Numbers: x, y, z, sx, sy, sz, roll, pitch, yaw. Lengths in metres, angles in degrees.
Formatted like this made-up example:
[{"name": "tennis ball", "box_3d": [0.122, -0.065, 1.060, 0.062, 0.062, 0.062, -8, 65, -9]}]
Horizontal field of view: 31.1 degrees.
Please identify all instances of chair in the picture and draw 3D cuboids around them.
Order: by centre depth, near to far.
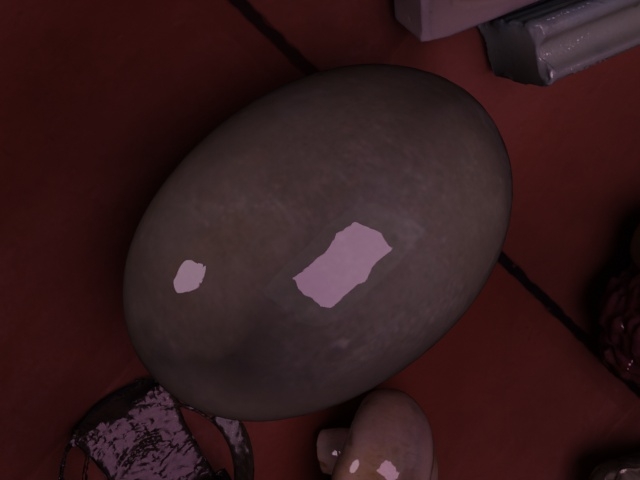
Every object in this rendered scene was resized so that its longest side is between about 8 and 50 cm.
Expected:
[{"name": "chair", "box_3d": [-0.127, 0.240, 1.032, 0.174, 0.149, 0.213, -30, 109, -10]}]

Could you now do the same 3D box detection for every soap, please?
[{"name": "soap", "box_3d": [0.152, -0.263, 1.020, 0.183, 0.064, 0.121, -24, 136, -16]}, {"name": "soap", "box_3d": [0.260, -0.210, 1.073, 0.198, 0.114, 0.063, -23, 111, -13]}]

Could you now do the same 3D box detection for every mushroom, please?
[{"name": "mushroom", "box_3d": [0.052, 0.215, 1.105, 0.154, 0.123, 0.154, -46, 144, -50]}]

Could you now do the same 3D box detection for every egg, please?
[{"name": "egg", "box_3d": [0.000, 0.000, 0.950, 0.352, 0.258, 0.258, -37, 114, -3]}]

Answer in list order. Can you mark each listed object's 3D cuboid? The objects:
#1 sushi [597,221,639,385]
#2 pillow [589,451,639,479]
[{"name": "sushi", "box_3d": [0.411, 0.048, 1.174, 0.236, 0.171, 0.270, 36, 87, -25]}, {"name": "pillow", "box_3d": [0.411, 0.371, 1.287, 0.255, 0.120, 0.322, -8, 107, -19]}]
